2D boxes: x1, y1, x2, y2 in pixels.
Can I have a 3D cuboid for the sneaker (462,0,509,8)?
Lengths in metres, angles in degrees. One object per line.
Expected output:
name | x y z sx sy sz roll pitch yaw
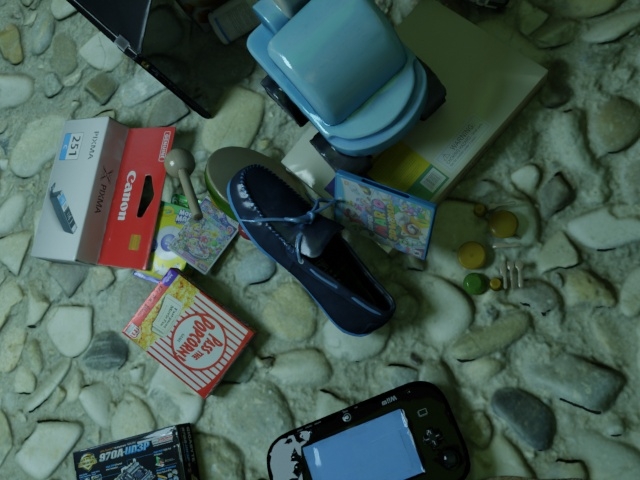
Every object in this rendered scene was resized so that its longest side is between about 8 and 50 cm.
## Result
sneaker | 0.225 -0.477 1.065 0.228 0.132 0.086 20 87 -17

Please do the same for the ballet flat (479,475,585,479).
ballet flat | 0.300 0.380 0.853 0.206 0.067 0.073 -14 75 14

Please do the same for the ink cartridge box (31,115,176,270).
ink cartridge box | -0.431 -0.097 1.157 0.261 0.066 0.296 3 78 29

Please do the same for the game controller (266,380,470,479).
game controller | 0.068 0.347 0.930 0.319 0.067 0.166 -25 72 9

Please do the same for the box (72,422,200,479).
box | -0.322 0.435 1.032 0.220 0.051 0.175 -18 73 12

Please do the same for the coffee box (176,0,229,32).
coffee box | -0.253 -0.539 1.133 0.141 0.246 0.098 -42 69 4

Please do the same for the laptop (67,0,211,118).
laptop | -0.341 -0.484 1.057 0.382 0.408 0.236 43 93 21

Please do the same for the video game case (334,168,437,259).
video game case | 0.098 -0.040 0.934 0.166 0.119 0.015 22 53 19

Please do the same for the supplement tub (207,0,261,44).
supplement tub | -0.166 -0.451 1.181 0.107 0.071 0.071 -27 71 9

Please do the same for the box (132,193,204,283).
box | -0.279 0.000 1.126 0.105 0.043 0.179 15 81 18

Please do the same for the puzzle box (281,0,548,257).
puzzle box | 0.157 -0.207 1.039 0.272 0.052 0.409 42 92 20

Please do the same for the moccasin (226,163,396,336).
moccasin | 0.000 0.000 0.947 0.342 0.117 0.138 45 52 -8

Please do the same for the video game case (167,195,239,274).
video game case | -0.214 -0.010 1.093 0.087 0.011 0.122 37 79 -10

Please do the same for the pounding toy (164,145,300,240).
pounding toy | -0.160 -0.069 1.046 0.110 0.236 0.183 -53 50 37

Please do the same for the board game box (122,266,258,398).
board game box | -0.232 0.163 1.050 0.193 0.045 0.147 36 89 6

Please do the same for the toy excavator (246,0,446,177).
toy excavator | -0.030 -0.335 0.847 0.222 0.445 0.433 -41 75 3

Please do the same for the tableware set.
tableware set | 0.279 0.012 0.970 0.104 0.024 0.154 -6 77 18
